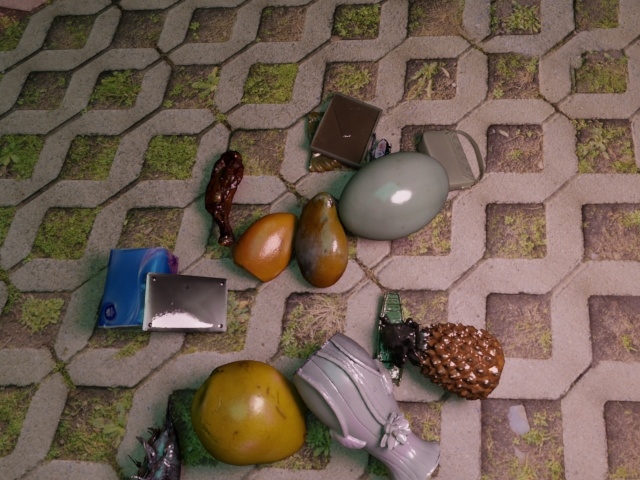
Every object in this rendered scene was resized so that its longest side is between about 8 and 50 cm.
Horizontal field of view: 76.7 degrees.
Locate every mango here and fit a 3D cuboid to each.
[{"bbox_3d":[0.000,0.000,1.337,0.192,0.146,0.317,3,100,37],"label":"mango"},{"bbox_3d":[-0.175,0.004,1.390,0.187,0.138,0.257,30,81,1],"label":"mango"}]

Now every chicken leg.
[{"bbox_3d":[-0.344,-0.149,1.463,0.157,0.095,0.408,-18,58,30],"label":"chicken leg"}]

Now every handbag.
[{"bbox_3d":[0.491,-0.298,1.490,0.218,0.079,0.257,-9,70,-11],"label":"handbag"}]

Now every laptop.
[{"bbox_3d":[-0.433,0.204,1.320,0.268,0.015,0.188,9,68,-32],"label":"laptop"}]

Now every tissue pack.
[{"bbox_3d":[-0.603,0.166,1.355,0.197,0.146,0.264,-2,71,4],"label":"tissue pack"}]

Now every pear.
[{"bbox_3d":[-0.201,0.501,1.168,0.285,0.285,0.336,-42,113,-11],"label":"pear"}]

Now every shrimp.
[{"bbox_3d":[-0.482,0.648,1.165,0.137,0.172,0.373,-10,77,6],"label":"shrimp"}]

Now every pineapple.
[{"bbox_3d":[0.328,0.324,1.192,0.356,0.223,0.223,16,72,5],"label":"pineapple"}]

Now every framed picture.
[{"bbox_3d":[0.101,-0.430,1.553,0.211,0.020,0.290,22,68,0],"label":"framed picture"}]

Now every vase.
[{"bbox_3d":[0.130,0.483,1.147,0.250,0.250,0.445,-42,81,-11],"label":"vase"}]

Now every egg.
[{"bbox_3d":[0.243,-0.145,1.339,0.388,0.276,0.276,-22,70,-9],"label":"egg"}]

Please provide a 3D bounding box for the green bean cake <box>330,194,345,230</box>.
[{"bbox_3d":[0.034,-0.083,1.449,0.135,0.056,0.135,42,79,16],"label":"green bean cake"}]

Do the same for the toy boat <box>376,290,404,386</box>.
[{"bbox_3d":[0.227,0.312,1.297,0.093,0.055,0.294,3,71,6],"label":"toy boat"}]

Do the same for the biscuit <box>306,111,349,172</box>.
[{"bbox_3d":[0.039,-0.390,1.567,0.187,0.036,0.274,-4,69,-3],"label":"biscuit"}]

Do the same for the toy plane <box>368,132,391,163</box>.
[{"bbox_3d":[0.217,-0.307,1.514,0.078,0.053,0.197,13,78,1],"label":"toy plane"}]
